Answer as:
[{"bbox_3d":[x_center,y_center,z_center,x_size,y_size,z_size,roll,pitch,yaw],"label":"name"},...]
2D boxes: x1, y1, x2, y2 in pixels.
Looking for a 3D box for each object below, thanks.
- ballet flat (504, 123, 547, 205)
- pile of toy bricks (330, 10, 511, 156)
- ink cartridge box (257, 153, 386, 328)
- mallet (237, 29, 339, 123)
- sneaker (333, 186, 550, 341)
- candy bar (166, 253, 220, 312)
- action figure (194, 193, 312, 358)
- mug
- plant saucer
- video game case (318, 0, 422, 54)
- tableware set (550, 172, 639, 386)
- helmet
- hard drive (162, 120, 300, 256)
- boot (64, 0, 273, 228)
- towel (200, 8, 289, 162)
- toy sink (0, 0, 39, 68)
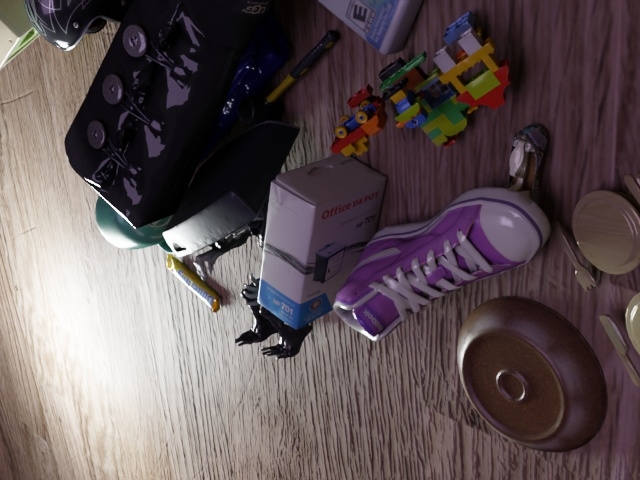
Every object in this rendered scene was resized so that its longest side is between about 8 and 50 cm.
[{"bbox_3d":[0.211,-0.065,0.793,0.041,0.041,0.114,25,125,39],"label":"ballet flat"},{"bbox_3d":[0.121,-0.148,0.825,0.212,0.118,0.105,-31,112,34],"label":"pile of toy bricks"},{"bbox_3d":[0.000,0.000,0.980,0.082,0.139,0.191,34,130,32],"label":"ink cartridge box"},{"bbox_3d":[-0.034,-0.217,1.006,0.189,0.062,0.039,-34,77,35],"label":"mallet"},{"bbox_3d":[0.121,0.045,0.838,0.102,0.161,0.282,48,146,-11],"label":"sneaker"},{"bbox_3d":[-0.233,0.077,1.376,0.161,0.018,0.040,38,132,32],"label":"candy bar"},{"bbox_3d":[-0.091,0.043,1.107,0.164,0.141,0.276,23,126,47],"label":"action figure"},{"bbox_3d":[-0.304,-0.050,1.326,0.097,0.157,0.130,-11,75,47],"label":"mug"},{"bbox_3d":[0.233,0.165,0.879,0.198,0.036,0.199,24,125,39],"label":"plant saucer"},{"bbox_3d":[0.037,-0.424,0.821,0.300,0.036,0.329,46,136,24],"label":"video game case"},{"bbox_3d":[0.315,0.035,0.726,0.194,0.039,0.128,65,153,12],"label":"tableware set"},{"bbox_3d":[-0.403,-0.402,1.228,0.169,0.161,0.169,24,124,40],"label":"helmet"},{"bbox_3d":[-0.138,-0.075,1.082,0.054,0.172,0.254,36,150,-22],"label":"hard drive"},{"bbox_3d":[-0.245,-0.290,1.015,0.367,0.146,0.445,54,134,23],"label":"boot"},{"bbox_3d":[-0.182,-0.274,1.108,0.308,0.076,0.228,-37,80,50],"label":"towel"},{"bbox_3d":[-0.535,-0.442,1.362,0.131,0.234,0.152,45,144,-19],"label":"toy sink"}]
